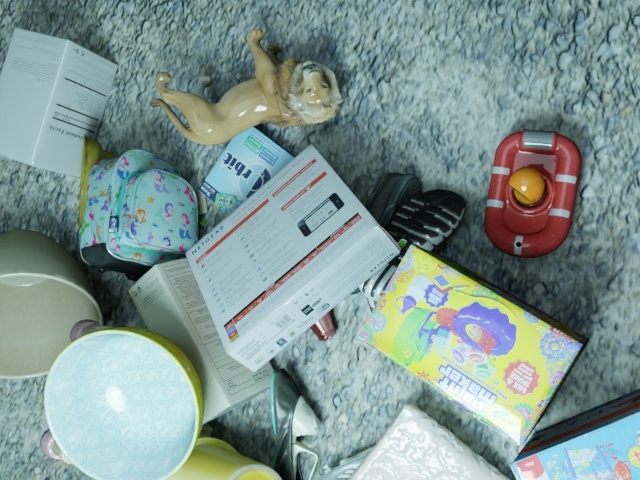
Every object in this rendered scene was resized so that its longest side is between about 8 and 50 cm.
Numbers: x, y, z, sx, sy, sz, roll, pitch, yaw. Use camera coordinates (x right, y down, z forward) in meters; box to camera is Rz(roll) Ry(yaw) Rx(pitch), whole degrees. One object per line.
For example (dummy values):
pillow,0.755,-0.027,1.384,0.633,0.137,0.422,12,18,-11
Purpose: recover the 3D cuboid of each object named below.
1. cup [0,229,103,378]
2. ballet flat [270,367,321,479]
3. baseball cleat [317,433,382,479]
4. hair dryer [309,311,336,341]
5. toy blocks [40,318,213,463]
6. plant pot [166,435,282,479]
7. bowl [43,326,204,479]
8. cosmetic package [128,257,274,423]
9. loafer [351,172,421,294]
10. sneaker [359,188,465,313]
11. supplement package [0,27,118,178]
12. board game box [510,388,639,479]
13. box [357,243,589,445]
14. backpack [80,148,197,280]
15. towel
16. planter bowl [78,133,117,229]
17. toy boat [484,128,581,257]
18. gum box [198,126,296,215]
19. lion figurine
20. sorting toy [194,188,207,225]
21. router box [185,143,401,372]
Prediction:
cup,-0.668,0.113,1.550,0.331,0.331,0.237,-39,45,14
ballet flat,-0.048,0.390,1.358,0.096,0.095,0.280,2,95,11
baseball cleat,0.093,0.439,1.296,0.206,0.072,0.109,-34,72,17
hair dryer,-0.084,0.118,1.422,0.293,0.080,0.224,24,110,29
toy blocks,-0.411,0.336,1.471,0.260,0.309,0.289,-9,66,55
plant pot,-0.194,0.492,1.276,0.239,0.254,0.254,-16,77,45
bowl,-0.329,0.279,1.260,0.289,0.156,0.289,2,100,11
cosmetic package,-0.233,0.191,1.390,0.113,0.160,0.309,-37,76,33
loafer,0.096,-0.017,1.318,0.084,0.096,0.267,19,67,39
sneaker,0.169,0.036,1.298,0.106,0.162,0.281,31,61,30
supplement package,-0.636,-0.317,1.632,0.177,0.175,0.293,19,91,22
board game box,0.460,0.290,1.033,0.308,0.302,0.086,-29,74,18
box,0.262,0.163,1.143,0.290,0.279,0.177,32,97,22
backpack,-0.377,-0.064,1.463,0.191,0.225,0.254,-18,67,33
towel,0.195,0.506,1.222,0.332,0.053,0.317,37,99,9
planter bowl,-0.497,-0.130,1.576,0.090,0.217,0.217,3,83,-21
toy boat,0.360,-0.086,1.198,0.151,0.151,0.231,9,87,24
gum box,-0.152,-0.138,1.480,0.157,0.041,0.184,39,100,22
lion figurine,-0.159,-0.284,1.433,0.392,0.142,0.240,-26,72,12
sorting toy,-0.278,-0.069,1.542,0.062,0.012,0.083,-15,79,23
router box,-0.064,0.020,1.263,0.335,0.082,0.301,-40,42,5
